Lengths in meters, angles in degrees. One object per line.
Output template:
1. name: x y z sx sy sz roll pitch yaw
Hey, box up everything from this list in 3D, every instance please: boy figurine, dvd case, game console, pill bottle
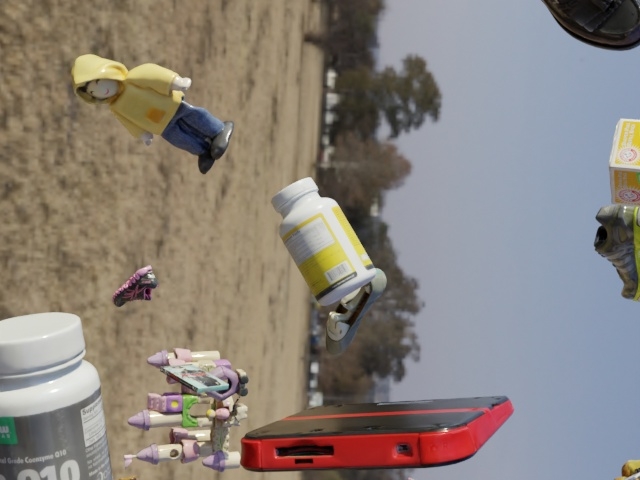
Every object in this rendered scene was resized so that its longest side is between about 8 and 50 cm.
1. boy figurine: -0.286 -0.232 1.604 0.177 0.285 0.092 -36 -147 42
2. dvd case: -0.259 0.282 1.931 0.087 0.119 0.013 3 103 -49
3. game console: 0.094 0.312 1.536 0.342 0.387 0.060 1 82 -65
4. pill bottle: 0.000 0.000 1.446 0.184 0.103 0.103 60 -5 7
5. pill bottle: -0.458 0.314 1.550 0.204 0.204 0.360 -87 172 -79

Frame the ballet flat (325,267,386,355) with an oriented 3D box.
1. ballet flat: 0.052 0.140 1.872 0.072 0.068 0.213 47 -66 34

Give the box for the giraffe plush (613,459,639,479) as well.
1. giraffe plush: 0.733 0.494 1.997 0.181 0.210 0.170 -38 130 -32

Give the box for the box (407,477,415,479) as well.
1. box: 0.320 0.667 2.149 0.243 0.214 0.117 7 -114 56

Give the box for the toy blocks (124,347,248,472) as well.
1. toy blocks: -0.353 0.430 2.351 0.309 0.260 0.288 -163 -105 -67

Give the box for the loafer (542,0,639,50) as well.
1. loafer: 0.389 -0.400 1.469 0.095 0.109 0.302 31 17 -49

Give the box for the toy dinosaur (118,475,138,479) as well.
1. toy dinosaur: -0.461 0.548 2.050 0.064 0.112 0.211 -103 166 -45

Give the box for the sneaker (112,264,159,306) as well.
1. sneaker: -0.356 0.101 1.821 0.119 0.057 0.047 -41 179 30

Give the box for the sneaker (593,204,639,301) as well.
1. sneaker: 0.617 0.016 1.896 0.111 0.121 0.300 -63 152 -31

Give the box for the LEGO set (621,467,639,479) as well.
1. LEGO set: 0.649 0.420 1.733 0.244 0.182 0.060 -2 61 -56

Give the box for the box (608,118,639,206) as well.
1. box: 0.584 -0.120 1.538 0.114 0.203 0.103 63 41 -54
